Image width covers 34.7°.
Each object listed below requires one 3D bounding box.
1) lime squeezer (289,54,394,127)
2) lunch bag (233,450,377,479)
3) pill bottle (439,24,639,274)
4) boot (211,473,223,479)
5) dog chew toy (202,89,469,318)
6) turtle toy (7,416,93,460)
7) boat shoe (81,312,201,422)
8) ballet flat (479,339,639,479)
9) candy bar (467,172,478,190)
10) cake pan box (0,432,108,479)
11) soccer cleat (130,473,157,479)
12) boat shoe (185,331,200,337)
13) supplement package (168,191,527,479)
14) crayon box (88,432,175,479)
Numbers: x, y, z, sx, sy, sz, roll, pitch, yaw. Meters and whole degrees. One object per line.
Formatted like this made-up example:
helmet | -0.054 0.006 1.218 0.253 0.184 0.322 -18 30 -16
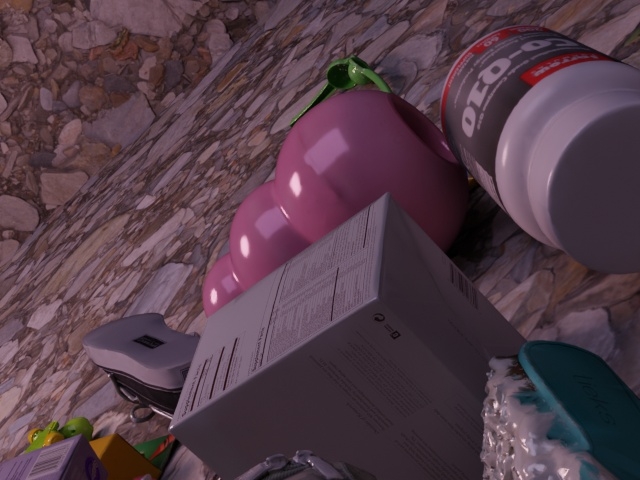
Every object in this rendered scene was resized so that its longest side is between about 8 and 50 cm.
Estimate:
lime squeezer | 0.043 -0.260 1.691 0.110 0.059 0.310 -53 23 -22
lunch bag | 0.006 0.259 0.478 0.256 0.212 0.305 -63 21 -4
pill bottle | 0.213 -0.087 0.889 0.161 0.161 0.283 -42 21 8
boot | -0.110 0.250 0.921 0.229 0.091 0.263 -36 36 24
dog chew toy | 0.000 0.000 1.095 0.332 0.206 0.207 -46 19 21
turtle toy | -0.362 0.290 1.389 0.095 0.066 0.130 -6 42 56
boat shoe | -0.204 0.164 1.278 0.113 0.105 0.306 -24 18 -33
ballet flat | 0.175 0.190 0.529 0.147 0.147 0.409 -42 18 8
candy bar | 0.120 -0.031 1.162 0.161 0.018 0.040 -41 21 13
cake pan box | -0.355 0.318 1.012 0.245 0.070 0.267 -20 22 11
soccer cleat | -0.215 0.339 1.010 0.095 0.083 0.248 -41 17 34
boat shoe | -0.210 0.151 1.412 0.100 0.035 0.035 -35 22 25
supplement package | 0.032 0.114 0.800 0.203 0.194 0.149 -34 22 25
crayon box | -0.309 0.343 1.169 0.202 0.081 0.318 -25 27 42
